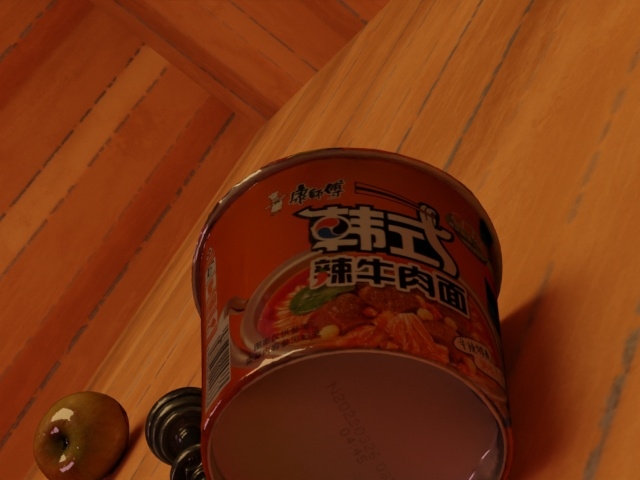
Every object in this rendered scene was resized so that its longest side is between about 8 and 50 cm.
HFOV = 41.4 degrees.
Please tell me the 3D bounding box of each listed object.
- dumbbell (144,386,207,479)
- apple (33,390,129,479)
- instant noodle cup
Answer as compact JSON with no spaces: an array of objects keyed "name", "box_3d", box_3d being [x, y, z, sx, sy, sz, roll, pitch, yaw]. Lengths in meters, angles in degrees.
[{"name":"dumbbell","box_3d":[-0.150,0.260,1.026,0.110,0.110,0.254,-53,19,-1]},{"name":"apple","box_3d":[-0.451,0.377,1.617,0.182,0.182,0.155,-52,-16,3]},{"name":"instant noodle cup","box_3d":[0.020,0.085,0.602,0.250,0.250,0.192,-47,22,26]}]
